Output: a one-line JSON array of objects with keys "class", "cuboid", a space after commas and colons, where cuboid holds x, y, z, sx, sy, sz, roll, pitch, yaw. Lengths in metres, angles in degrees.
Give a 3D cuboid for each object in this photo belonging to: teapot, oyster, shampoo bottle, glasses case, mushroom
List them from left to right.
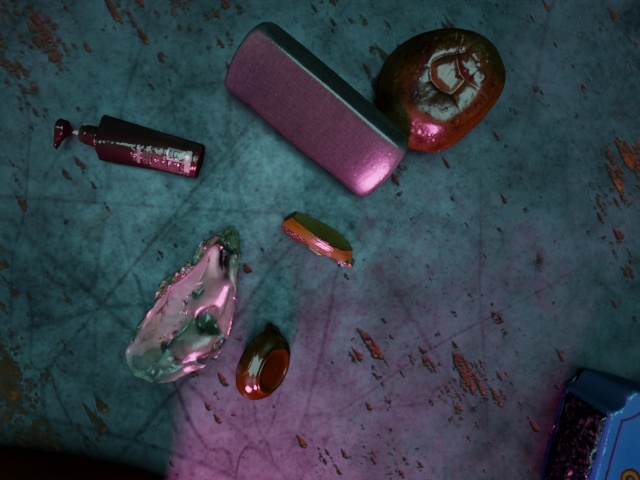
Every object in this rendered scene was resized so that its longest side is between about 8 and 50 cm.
[{"class": "shampoo bottle", "cuboid": [-0.316, -0.157, 0.824, 0.236, 0.067, 0.068, 14, 79, -6]}, {"class": "oyster", "cuboid": [-0.224, 0.111, 0.825, 0.199, 0.087, 0.252, -5, 99, -16]}, {"class": "teapot", "cuboid": [-0.102, 0.207, 0.852, 0.098, 0.078, 0.129, 35, 74, -46]}, {"class": "glasses case", "cuboid": [-0.006, -0.215, 0.828, 0.323, 0.074, 0.131, 39, 123, -4]}, {"class": "mushroom", "cuboid": [0.202, -0.268, 0.845, 0.194, 0.138, 0.231, 36, 87, -5]}]

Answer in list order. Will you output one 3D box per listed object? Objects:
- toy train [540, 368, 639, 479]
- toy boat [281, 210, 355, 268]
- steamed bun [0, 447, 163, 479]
[{"class": "toy train", "cuboid": [0.551, 0.392, 0.874, 0.264, 0.188, 0.301, 14, 90, -2]}, {"class": "toy boat", "cuboid": [0.000, 0.000, 0.873, 0.149, 0.049, 0.047, 31, 45, -10]}, {"class": "steamed bun", "cuboid": [-0.424, 0.464, 0.725, 0.379, 0.248, 0.235, 13, 90, -8]}]
